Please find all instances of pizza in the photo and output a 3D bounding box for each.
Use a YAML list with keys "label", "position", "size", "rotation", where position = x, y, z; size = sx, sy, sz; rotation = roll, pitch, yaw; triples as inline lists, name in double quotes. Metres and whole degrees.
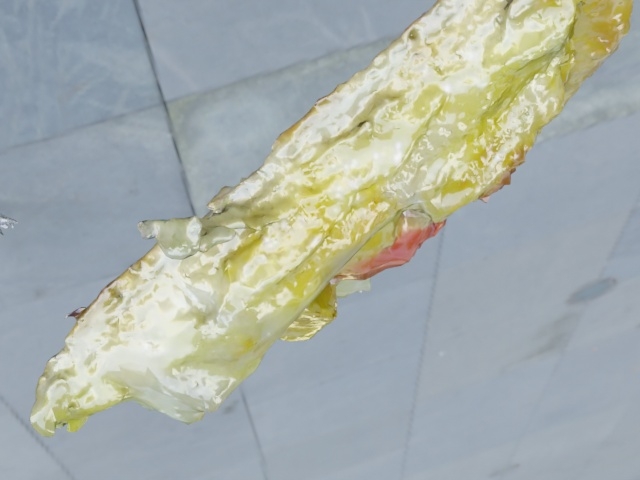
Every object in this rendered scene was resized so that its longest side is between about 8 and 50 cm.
- label: "pizza"
  position: [0.000, 0.000, 0.502]
  size: [0.288, 0.075, 0.280]
  rotation: [-39, 174, -19]

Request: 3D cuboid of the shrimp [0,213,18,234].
- label: "shrimp"
  position: [-0.195, -0.032, 0.558]
  size: [0.065, 0.165, 0.056]
  rotation: [-52, 147, -31]
